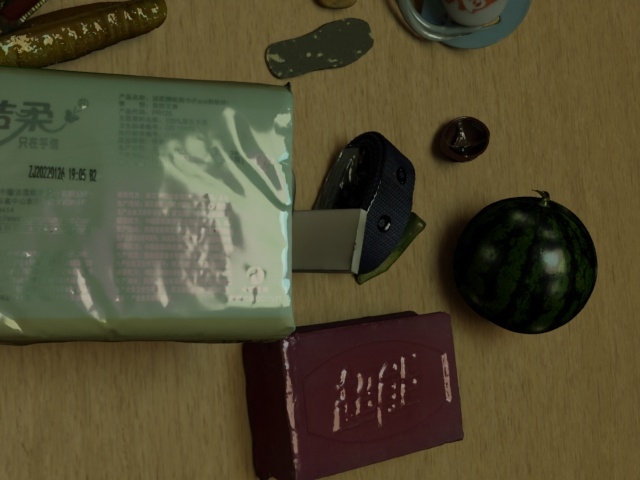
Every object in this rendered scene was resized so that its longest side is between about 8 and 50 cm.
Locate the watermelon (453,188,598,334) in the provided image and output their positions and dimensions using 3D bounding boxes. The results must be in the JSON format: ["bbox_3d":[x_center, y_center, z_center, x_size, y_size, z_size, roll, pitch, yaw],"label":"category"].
[{"bbox_3d":[0.380,0.044,1.663,0.269,0.269,0.269,5,81,-38],"label":"watermelon"}]

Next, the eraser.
[{"bbox_3d":[0.000,0.000,1.428,0.023,0.150,0.104,27,68,-52],"label":"eraser"}]

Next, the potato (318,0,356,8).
[{"bbox_3d":[0.029,-0.437,1.566,0.083,0.062,0.068,-22,83,-16],"label":"potato"}]

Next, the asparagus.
[{"bbox_3d":[0.125,0.016,1.594,0.045,0.041,0.178,50,59,-13],"label":"asparagus"}]

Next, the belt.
[{"bbox_3d":[0.081,-0.060,1.514,0.126,0.140,0.230,35,63,-37],"label":"belt"}]

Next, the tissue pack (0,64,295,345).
[{"bbox_3d":[-0.246,-0.034,1.134,0.405,0.205,0.331,1,82,-14],"label":"tissue pack"}]

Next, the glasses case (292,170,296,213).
[{"bbox_3d":[-0.074,-0.022,1.419,0.049,0.074,0.193,12,73,5],"label":"glasses case"}]

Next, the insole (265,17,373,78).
[{"bbox_3d":[0.003,-0.333,1.558,0.248,0.011,0.081,-25,98,-36],"label":"insole"}]

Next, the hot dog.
[{"bbox_3d":[-0.338,-0.287,1.247,0.289,0.083,0.068,-26,120,-37],"label":"hot dog"}]

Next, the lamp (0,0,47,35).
[{"bbox_3d":[-0.398,-0.387,1.150,0.177,0.177,0.274,47,58,-24],"label":"lamp"}]

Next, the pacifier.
[{"bbox_3d":[0.267,-0.517,1.700,0.233,0.244,0.299,-81,160,-52],"label":"pacifier"}]

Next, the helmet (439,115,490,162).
[{"bbox_3d":[0.269,-0.180,1.720,0.089,0.057,0.111,37,64,11],"label":"helmet"}]

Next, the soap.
[{"bbox_3d":[0.060,0.245,1.462,0.359,0.128,0.233,-5,88,-37],"label":"soap"}]
